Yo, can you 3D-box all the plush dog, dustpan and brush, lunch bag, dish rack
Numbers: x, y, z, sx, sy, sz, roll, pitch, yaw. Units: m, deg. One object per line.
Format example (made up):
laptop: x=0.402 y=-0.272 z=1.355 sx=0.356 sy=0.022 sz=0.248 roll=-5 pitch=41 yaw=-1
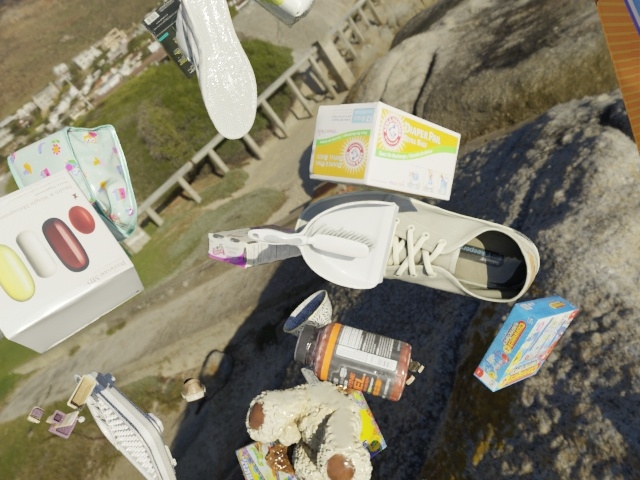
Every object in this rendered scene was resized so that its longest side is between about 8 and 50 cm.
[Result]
plush dog: x=0.005 y=0.399 z=0.855 sx=0.262 sy=0.226 sz=0.210 roll=16 pitch=24 yaw=30
dustpan and brush: x=0.000 y=0.000 z=0.657 sx=0.211 sy=0.147 sz=0.060 roll=11 pitch=25 yaw=5
lunch bag: x=-0.559 y=-0.109 z=1.018 sx=0.223 sy=0.263 sz=0.160 roll=-11 pitch=12 yaw=25
dish rack: x=-0.495 y=0.488 z=1.141 sx=0.332 sy=0.286 sz=0.072 roll=23 pitch=40 yaw=32

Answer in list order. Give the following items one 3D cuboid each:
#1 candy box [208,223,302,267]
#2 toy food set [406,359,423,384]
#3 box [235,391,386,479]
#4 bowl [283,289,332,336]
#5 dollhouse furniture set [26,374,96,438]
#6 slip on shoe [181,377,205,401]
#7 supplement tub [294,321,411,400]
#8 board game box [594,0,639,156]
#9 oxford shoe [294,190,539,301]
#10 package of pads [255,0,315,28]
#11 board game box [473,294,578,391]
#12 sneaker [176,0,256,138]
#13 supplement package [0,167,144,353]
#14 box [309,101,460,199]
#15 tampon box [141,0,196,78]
candy box: x=-0.168 y=0.011 z=1.209 sx=0.159 sy=0.071 sz=0.233 roll=12 pitch=15 yaw=40
toy food set: x=0.212 y=0.332 z=1.094 sx=0.078 sy=0.019 sz=0.122 roll=-48 pitch=9 yaw=-8
box: x=-0.028 y=0.583 z=1.225 sx=0.289 sy=0.177 sz=0.279 roll=-10 pitch=-23 yaw=-44
bowl: x=-0.020 y=0.233 z=1.289 sx=0.170 sy=0.080 sz=0.170 roll=-41 pitch=10 yaw=9
dollhouse furniture set: x=-0.474 y=0.301 z=0.837 sx=0.081 sy=0.091 sz=0.114 roll=-23 pitch=36 yaw=29
slip on shoe: x=-0.277 y=0.316 z=0.943 sx=0.051 sy=0.041 sz=0.135 roll=-15 pitch=-8 yaw=-18
supplement tub: x=0.056 y=0.210 z=0.784 sx=0.197 sy=0.106 sz=0.106 roll=13 pitch=42 yaw=10
board game box: x=0.533 y=-0.269 z=0.395 sx=0.356 sy=0.357 sz=0.356 roll=-46 pitch=26 yaw=-21
oxford shoe: x=0.166 y=0.010 z=0.786 sx=0.449 sy=0.169 sz=0.130 roll=11 pitch=17 yaw=10
package of pads: x=-0.059 y=-0.593 z=0.823 sx=0.297 sy=0.229 sz=0.101 roll=-57 pitch=17 yaw=1
board game box: x=0.705 y=0.346 z=1.497 sx=0.086 sy=0.308 sz=0.302 roll=42 pitch=123 yaw=42
sneaker: x=-0.212 y=-0.351 z=0.884 sx=0.108 sy=0.293 sz=0.169 roll=-16 pitch=16 yaw=-20
supplement package: x=-0.435 y=0.035 z=0.710 sx=0.194 sy=0.203 sz=0.149 roll=-35 pitch=-9 yaw=-25
box: x=0.098 y=-0.124 z=0.638 sx=0.114 sy=0.203 sz=0.103 roll=14 pitch=98 yaw=46
tampon box: x=-0.394 y=-0.573 z=1.242 sx=0.120 sy=0.161 sz=0.101 roll=-41 pitch=61 yaw=-3
